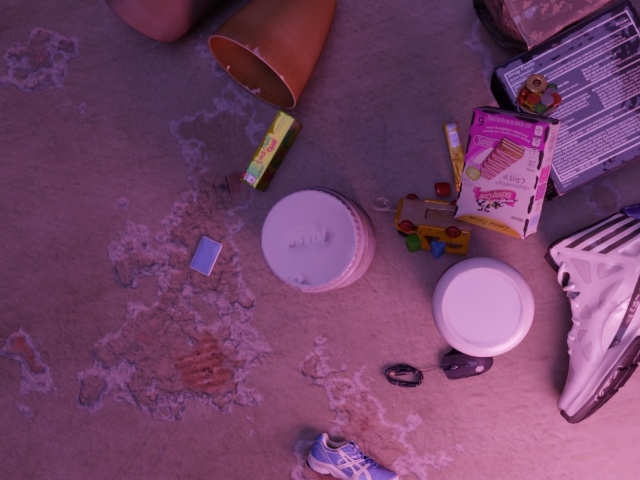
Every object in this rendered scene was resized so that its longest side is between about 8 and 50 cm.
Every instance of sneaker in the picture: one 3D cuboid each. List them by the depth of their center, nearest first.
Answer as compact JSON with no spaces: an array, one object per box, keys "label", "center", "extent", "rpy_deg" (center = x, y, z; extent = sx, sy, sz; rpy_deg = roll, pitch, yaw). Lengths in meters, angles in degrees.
[{"label":"sneaker","center":[0.568,0.147,1.456],"extent":[0.257,0.169,0.447],"rpy_deg":[35,108,34]},{"label":"sneaker","center":[0.075,0.499,1.545],"extent":[0.211,0.080,0.081],"rpy_deg":[15,95,9]}]

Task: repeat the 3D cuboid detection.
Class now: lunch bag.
[{"label":"lunch bag","center":[0.456,-0.515,1.409],"extent":[0.235,0.287,0.169],"rpy_deg":[-31,106,9]}]

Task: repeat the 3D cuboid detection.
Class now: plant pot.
[{"label":"plant pot","center":[-0.081,-0.466,1.539],"extent":[0.237,0.237,0.254],"rpy_deg":[34,79,9]},{"label":"plant pot","center":[-0.336,-0.614,1.551],"extent":[0.323,0.323,0.280],"rpy_deg":[43,112,8]}]

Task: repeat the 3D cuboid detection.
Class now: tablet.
[{"label":"tablet","center":[-0.275,0.037,1.654],"extent":[0.054,0.006,0.083],"rpy_deg":[25,94,9]}]

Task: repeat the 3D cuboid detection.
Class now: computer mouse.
[{"label":"computer mouse","center":[0.264,0.285,1.536],"extent":[0.242,0.041,0.071],"rpy_deg":[-15,87,10]}]

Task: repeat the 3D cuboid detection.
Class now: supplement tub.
[{"label":"supplement tub","center":[0.325,0.127,1.411],"extent":[0.191,0.272,0.191],"rpy_deg":[0,89,10]}]

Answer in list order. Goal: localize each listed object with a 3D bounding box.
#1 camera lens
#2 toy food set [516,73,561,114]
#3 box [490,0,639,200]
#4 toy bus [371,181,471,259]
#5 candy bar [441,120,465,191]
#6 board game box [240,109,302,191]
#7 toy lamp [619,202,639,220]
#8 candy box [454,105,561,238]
[{"label":"camera lens","center":[0.000,0.000,1.470],"extent":[0.219,0.274,0.219],"rpy_deg":[0,88,10]},{"label":"toy food set","center":[0.424,-0.280,1.338],"extent":[0.082,0.020,0.083],"rpy_deg":[39,76,20]},{"label":"box","center":[0.552,-0.280,1.424],"extent":[0.296,0.183,0.294],"rpy_deg":[-26,85,10]},{"label":"toy bus","center":[0.239,-0.028,1.516],"extent":[0.191,0.104,0.202],"rpy_deg":[-24,50,-20]},{"label":"candy bar","center":[0.308,-0.192,1.550],"extent":[0.040,0.018,0.161],"rpy_deg":[-13,86,6]},{"label":"board game box","center":[-0.112,-0.204,1.587],"extent":[0.043,0.092,0.181],"rpy_deg":[31,94,8]},{"label":"toy lamp","center":[0.772,-0.044,1.434],"extent":[0.275,0.080,0.080],"rpy_deg":[0,89,11]},{"label":"candy box","center":[0.368,-0.138,1.373],"extent":[0.159,0.071,0.233],"rpy_deg":[20,115,34]}]
